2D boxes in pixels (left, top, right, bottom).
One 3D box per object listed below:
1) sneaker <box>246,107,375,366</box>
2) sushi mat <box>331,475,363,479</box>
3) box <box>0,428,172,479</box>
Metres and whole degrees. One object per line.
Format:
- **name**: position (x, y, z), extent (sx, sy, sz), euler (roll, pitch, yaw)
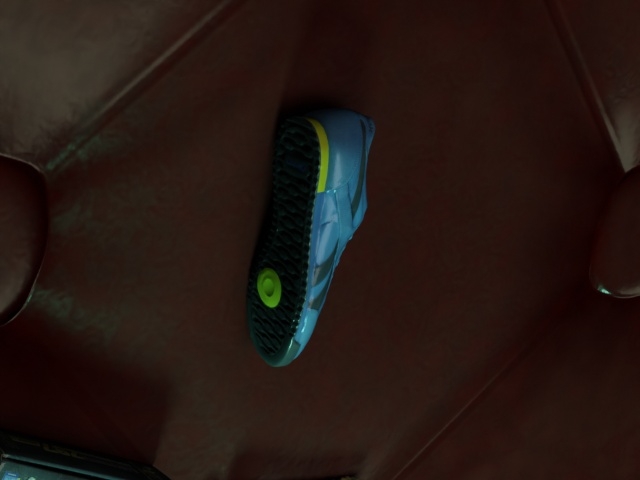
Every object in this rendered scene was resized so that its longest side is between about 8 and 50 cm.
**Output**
- **sneaker**: position (0.000, 0.000, 1.289), extent (0.082, 0.069, 0.209), euler (-7, 116, -41)
- **sushi mat**: position (-0.057, 0.354, 1.455), extent (0.151, 0.019, 0.316), euler (-1, 114, -46)
- **box**: position (-0.225, 0.263, 1.251), extent (0.183, 0.059, 0.232), euler (23, 97, -45)
